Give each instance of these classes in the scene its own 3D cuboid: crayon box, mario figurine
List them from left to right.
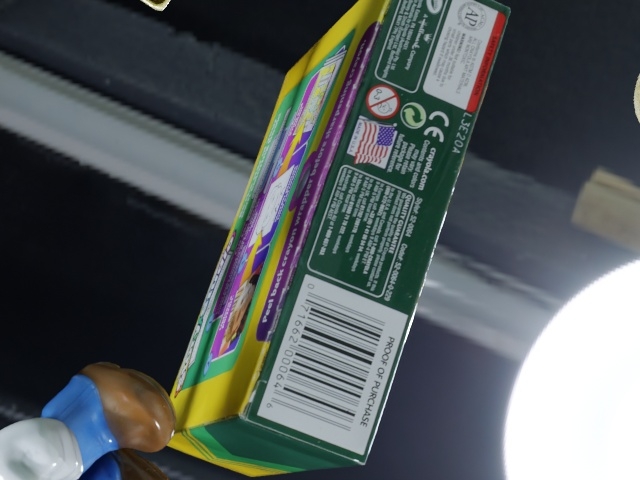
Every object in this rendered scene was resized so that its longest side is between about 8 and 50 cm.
[{"bbox_3d":[-0.197,0.217,0.874,0.170,0.198,0.320,-8,-157,48],"label":"mario figurine"},{"bbox_3d":[0.000,0.000,1.197,0.106,0.313,0.363,22,-106,-11],"label":"crayon box"}]

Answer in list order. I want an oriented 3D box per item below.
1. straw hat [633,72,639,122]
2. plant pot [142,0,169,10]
[{"bbox_3d":[0.232,-0.119,0.851,0.144,0.061,0.144,-24,-133,29],"label":"straw hat"},{"bbox_3d":[-0.142,-0.241,1.149,0.081,0.081,0.083,31,-169,-33],"label":"plant pot"}]
